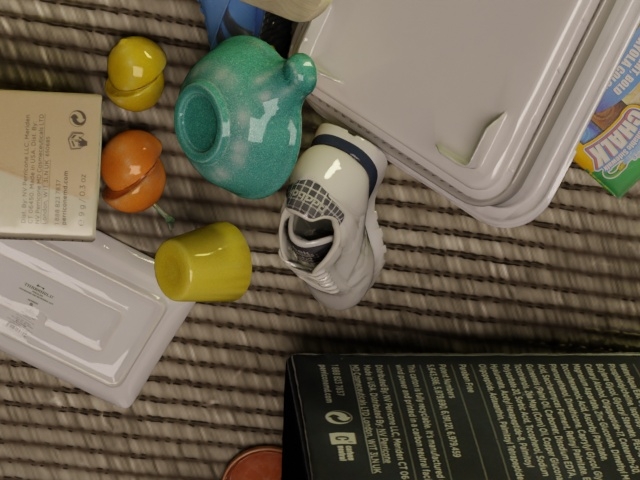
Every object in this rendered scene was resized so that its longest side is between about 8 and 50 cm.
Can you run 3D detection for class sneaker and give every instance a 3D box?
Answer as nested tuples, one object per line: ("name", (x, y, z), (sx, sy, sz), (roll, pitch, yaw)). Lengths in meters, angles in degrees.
("sneaker", (-0.071, -0.198, 1.664), (0.082, 0.069, 0.209), (20, 122, 21))
("sneaker", (0.000, 0.000, 1.679), (0.090, 0.095, 0.235), (20, 150, 16))

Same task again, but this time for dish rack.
("dish rack", (0.115, -0.206, 1.573), (0.072, 0.285, 0.333), (2, 119, -54))

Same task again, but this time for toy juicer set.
("toy juicer set", (-0.087, -0.124, 1.624), (0.089, 0.209, 0.329), (-10, 136, -40))

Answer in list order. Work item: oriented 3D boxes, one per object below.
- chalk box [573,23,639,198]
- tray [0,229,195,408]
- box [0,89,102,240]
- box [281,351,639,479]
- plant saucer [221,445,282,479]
("chalk box", (0.245, -0.135, 1.681), (0.213, 0.132, 0.132), (41, 102, -18))
("tray", (-0.254, 0.044, 1.750), (0.270, 0.030, 0.145), (28, 107, -16))
("box", (-0.338, -0.064, 1.620), (0.311, 0.148, 0.121), (3, 90, -9))
("box", (0.205, 0.364, 1.721), (0.472, 0.297, 0.480), (-1, 113, -6))
("plant saucer", (-0.053, 0.231, 1.857), (0.083, 0.013, 0.083), (-2, 113, -5))
